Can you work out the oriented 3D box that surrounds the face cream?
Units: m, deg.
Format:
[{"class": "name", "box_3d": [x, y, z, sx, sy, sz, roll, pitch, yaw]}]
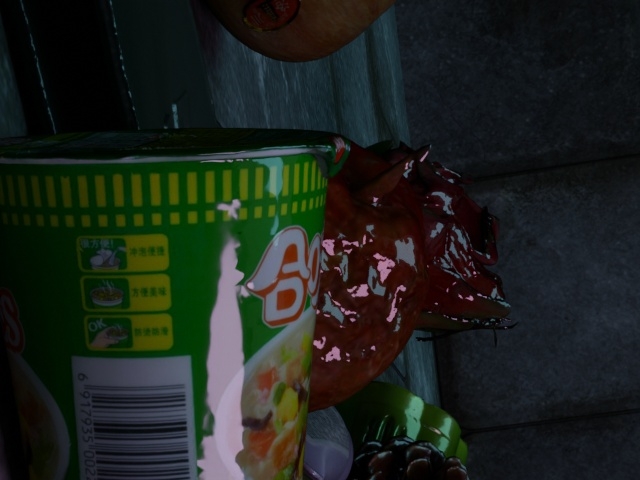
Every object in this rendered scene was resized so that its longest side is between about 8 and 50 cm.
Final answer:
[{"class": "face cream", "box_3d": [-0.035, 0.156, 1.399, 0.154, 0.096, 0.274, 43, -4, 17]}]

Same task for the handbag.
[{"class": "handbag", "box_3d": [-0.131, -0.130, 1.138, 0.247, 0.079, 0.260, -71, 152, -71]}]

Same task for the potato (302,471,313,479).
[{"class": "potato", "box_3d": [-0.043, 0.248, 1.155, 0.296, 0.141, 0.192, -55, 130, -73]}]

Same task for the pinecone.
[{"class": "pinecone", "box_3d": [0.083, 0.256, 1.541, 0.165, 0.163, 0.163, -5, -86, 60]}]

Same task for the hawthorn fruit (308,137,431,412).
[{"class": "hawthorn fruit", "box_3d": [0.000, 0.000, 1.277, 0.207, 0.243, 0.207, 25, 39, -22]}]

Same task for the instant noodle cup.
[{"class": "instant noodle cup", "box_3d": [-0.083, 0.059, 0.935, 0.207, 0.207, 0.233, -37, 126, -80]}]

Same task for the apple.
[{"class": "apple", "box_3d": [-0.019, -0.273, 1.592, 0.188, 0.211, 0.211, 49, 23, -22]}]

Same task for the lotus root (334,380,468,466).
[{"class": "lotus root", "box_3d": [0.040, 0.249, 1.687, 0.186, 0.186, 0.186, -8, 90, -81]}]

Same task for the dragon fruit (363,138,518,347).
[{"class": "dragon fruit", "box_3d": [0.117, 0.016, 2.063, 0.293, 0.234, 0.234, 43, -11, 28]}]
